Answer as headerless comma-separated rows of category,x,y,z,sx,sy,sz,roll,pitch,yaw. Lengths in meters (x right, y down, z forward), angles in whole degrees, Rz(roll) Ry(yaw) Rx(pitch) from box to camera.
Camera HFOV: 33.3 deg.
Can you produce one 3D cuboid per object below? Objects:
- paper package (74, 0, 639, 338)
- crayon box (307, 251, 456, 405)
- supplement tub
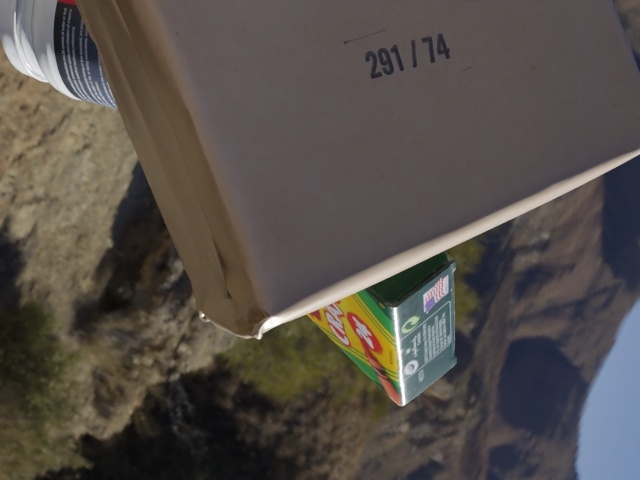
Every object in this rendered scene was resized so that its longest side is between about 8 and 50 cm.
paper package,0.022,-0.136,0.746,0.325,0.309,0.168,-23,-175,-20
crayon box,0.000,0.000,1.086,0.081,0.318,0.202,-37,148,-17
supplement tub,-0.193,-0.235,1.183,0.191,0.272,0.191,16,90,-73
